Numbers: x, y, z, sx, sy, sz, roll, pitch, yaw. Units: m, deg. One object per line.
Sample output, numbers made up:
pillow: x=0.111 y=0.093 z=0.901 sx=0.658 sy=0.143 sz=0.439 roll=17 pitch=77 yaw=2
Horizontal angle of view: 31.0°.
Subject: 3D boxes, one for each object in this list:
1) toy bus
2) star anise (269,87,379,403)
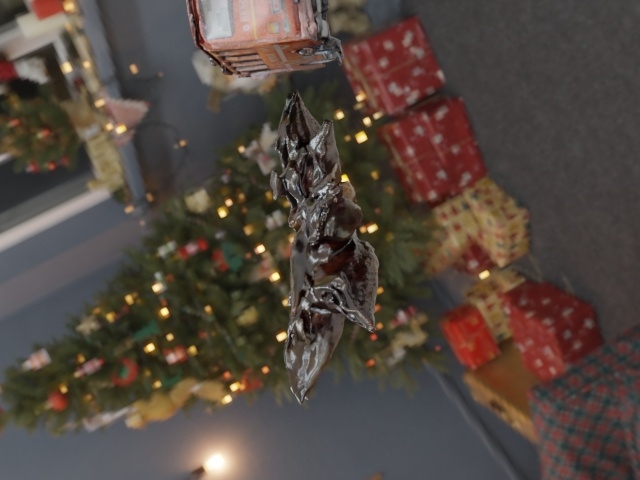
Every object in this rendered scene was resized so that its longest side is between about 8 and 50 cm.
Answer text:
toy bus: x=-0.034 y=-0.149 z=0.777 sx=0.235 sy=0.096 sz=0.073 roll=-106 pitch=10 yaw=-86
star anise: x=0.004 y=0.000 z=0.738 sx=0.157 sy=0.053 sz=0.212 roll=179 pitch=93 yaw=-73
